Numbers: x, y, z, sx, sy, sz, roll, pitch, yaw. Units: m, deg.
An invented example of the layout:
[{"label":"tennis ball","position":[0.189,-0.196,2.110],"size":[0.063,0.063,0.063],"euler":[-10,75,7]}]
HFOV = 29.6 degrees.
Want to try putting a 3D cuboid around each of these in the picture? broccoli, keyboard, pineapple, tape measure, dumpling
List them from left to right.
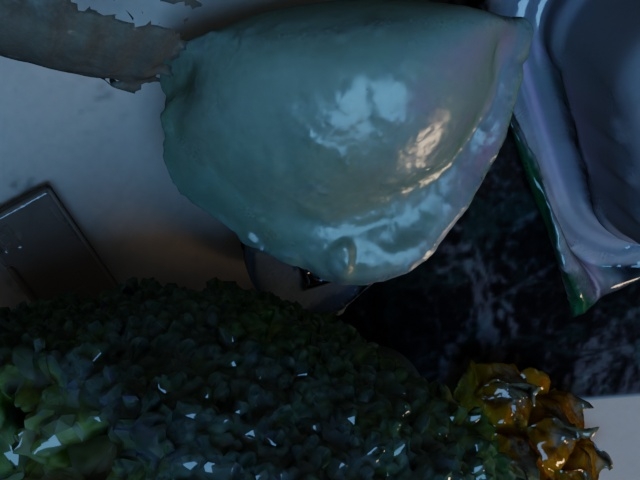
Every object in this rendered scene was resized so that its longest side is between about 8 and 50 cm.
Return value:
[{"label":"keyboard","position":[-0.151,0.040,0.765],"size":[0.055,0.017,0.166],"euler":[-29,121,1]},{"label":"broccoli","position":[-0.085,0.161,0.640],"size":[0.375,0.249,0.302],"euler":[15,80,7]},{"label":"tape measure","position":[-0.001,0.002,0.749],"size":[0.094,0.054,0.091],"euler":[-29,115,4]},{"label":"dumpling","position":[0.019,-0.065,0.682],"size":[0.216,0.105,0.149],"euler":[-12,124,1]},{"label":"pineapple","position":[0.148,0.215,0.843],"size":[0.139,0.164,0.250],"euler":[3,116,-21]}]

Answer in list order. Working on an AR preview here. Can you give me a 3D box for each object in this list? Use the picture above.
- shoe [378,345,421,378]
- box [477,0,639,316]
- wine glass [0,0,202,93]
[{"label":"shoe","position":[-0.028,0.174,0.814],"size":[0.251,0.103,0.100],"euler":[-36,149,-2]},{"label":"box","position":[0.284,-0.097,0.716],"size":[0.336,0.106,0.264],"euler":[-22,121,3]},{"label":"wine glass","position":[-0.198,-0.189,0.526],"size":[0.357,0.190,0.191],"euler":[13,116,-19]}]
